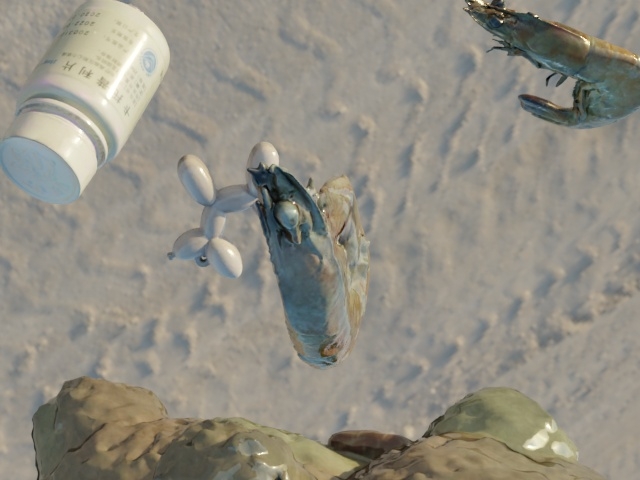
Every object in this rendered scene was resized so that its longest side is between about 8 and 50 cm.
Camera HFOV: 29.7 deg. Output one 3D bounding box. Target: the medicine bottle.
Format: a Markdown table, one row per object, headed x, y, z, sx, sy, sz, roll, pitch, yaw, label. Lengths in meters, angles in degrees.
| x | y | z | sx | sy | sz | roll | pitch | yaw | label |
| --- | --- | --- | --- | --- | --- | --- | --- | --- | --- |
| -0.350 | -0.205 | 1.773 | 0.170 | 0.170 | 0.293 | 106 | 7 | -55 | medicine bottle |

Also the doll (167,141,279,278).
| x | y | z | sx | sy | sz | roll | pitch | yaw | label |
| --- | --- | --- | --- | --- | --- | --- | --- | --- | --- |
| -0.116 | -0.032 | 1.478 | 0.161 | 0.160 | 0.059 | -12 | -163 | -7 | doll |

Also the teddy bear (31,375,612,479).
| x | y | z | sx | sy | sz | roll | pitch | yaw | label |
| --- | --- | --- | --- | --- | --- | --- | --- | --- | --- |
| 0.010 | 0.130 | 0.460 | 0.267 | 0.151 | 0.236 | -10 | 150 | 26 | teddy bear |

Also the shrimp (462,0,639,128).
| x | y | z | sx | sy | sz | roll | pitch | yaw | label |
| --- | --- | --- | --- | --- | --- | --- | --- | --- | --- |
| 0.289 | -0.223 | 1.570 | 0.296 | 0.058 | 0.169 | 21 | 142 | -17 | shrimp |

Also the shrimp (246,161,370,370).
| x | y | z | sx | sy | sz | roll | pitch | yaw | label |
| --- | --- | --- | --- | --- | --- | --- | --- | --- | --- |
| 0.000 | 0.000 | 1.051 | 0.062 | 0.164 | 0.317 | 4 | 152 | 15 | shrimp |
